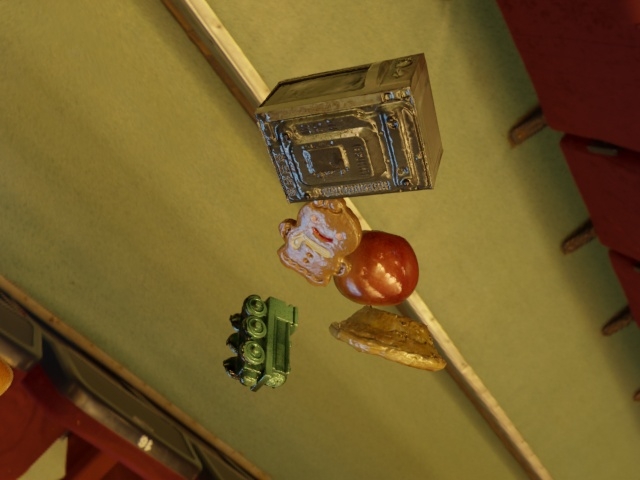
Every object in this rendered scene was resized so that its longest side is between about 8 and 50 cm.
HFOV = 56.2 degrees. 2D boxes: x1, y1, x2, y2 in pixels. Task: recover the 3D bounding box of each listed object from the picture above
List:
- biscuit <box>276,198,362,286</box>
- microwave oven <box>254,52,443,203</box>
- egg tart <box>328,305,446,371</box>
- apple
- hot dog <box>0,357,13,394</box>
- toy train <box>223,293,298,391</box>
[{"bbox_3d":[-0.001,0.001,1.274,0.184,0.035,0.249,36,133,0],"label":"biscuit"},{"bbox_3d":[0.042,-0.138,0.780,0.205,0.129,0.163,-5,123,23],"label":"microwave oven"},{"bbox_3d":[0.192,0.267,1.669,0.341,0.341,0.132,23,81,-31],"label":"egg tart"},{"bbox_3d":[0.132,0.058,1.428,0.211,0.235,0.173,5,99,-8],"label":"apple"},{"bbox_3d":[-0.594,0.128,0.901,0.100,0.135,0.337,-50,140,-22],"label":"hot dog"},{"bbox_3d":[-0.090,0.162,0.954,0.111,0.170,0.071,23,128,-22],"label":"toy train"}]
